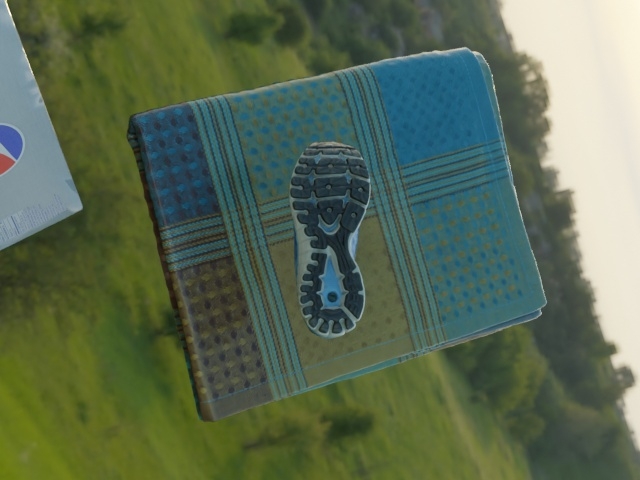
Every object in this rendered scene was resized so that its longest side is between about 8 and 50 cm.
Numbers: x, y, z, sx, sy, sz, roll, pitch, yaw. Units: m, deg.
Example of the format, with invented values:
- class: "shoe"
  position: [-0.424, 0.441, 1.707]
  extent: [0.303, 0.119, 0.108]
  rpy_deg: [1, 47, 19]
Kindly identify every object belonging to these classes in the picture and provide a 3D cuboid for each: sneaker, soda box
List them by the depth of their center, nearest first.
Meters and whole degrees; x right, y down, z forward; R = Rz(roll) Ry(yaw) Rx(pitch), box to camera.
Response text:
- class: "soda box"
  position: [-0.230, -0.112, 0.742]
  extent: [0.098, 0.091, 0.286]
  rpy_deg: [52, -17, 30]
- class: "sneaker"
  position: [0.000, 0.000, 0.984]
  extent: [0.073, 0.063, 0.162]
  rpy_deg: [124, -29, -71]

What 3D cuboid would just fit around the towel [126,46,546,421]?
- class: "towel"
  position: [0.026, -0.016, 1.115]
  extent: [0.040, 0.370, 0.271]
  rpy_deg: [-8, -84, 60]
